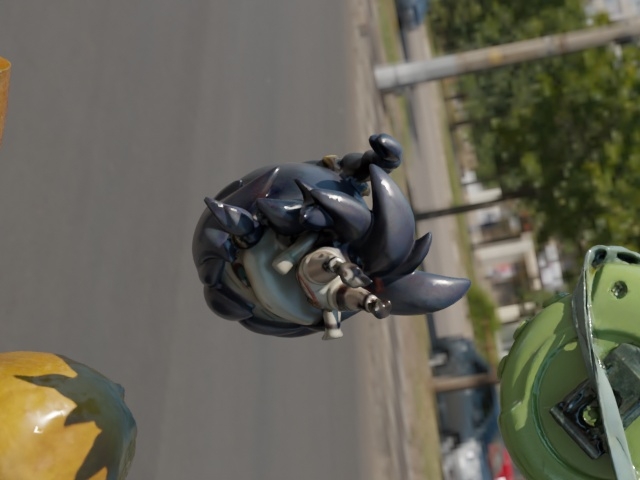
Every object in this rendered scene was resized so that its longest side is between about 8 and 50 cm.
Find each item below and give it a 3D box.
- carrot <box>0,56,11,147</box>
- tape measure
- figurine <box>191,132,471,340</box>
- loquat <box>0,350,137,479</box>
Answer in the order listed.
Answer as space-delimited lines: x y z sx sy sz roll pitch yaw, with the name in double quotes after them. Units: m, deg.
-0.360 -0.081 1.431 0.067 0.067 0.225 -89 -164 -63 "carrot"
0.209 0.111 0.966 0.200 0.175 0.106 56 15 11 "tape measure"
-0.002 0.006 1.242 0.197 0.265 0.175 -33 112 -43 "figurine"
-0.296 0.201 1.370 0.238 0.238 0.193 -74 142 -77 "loquat"
